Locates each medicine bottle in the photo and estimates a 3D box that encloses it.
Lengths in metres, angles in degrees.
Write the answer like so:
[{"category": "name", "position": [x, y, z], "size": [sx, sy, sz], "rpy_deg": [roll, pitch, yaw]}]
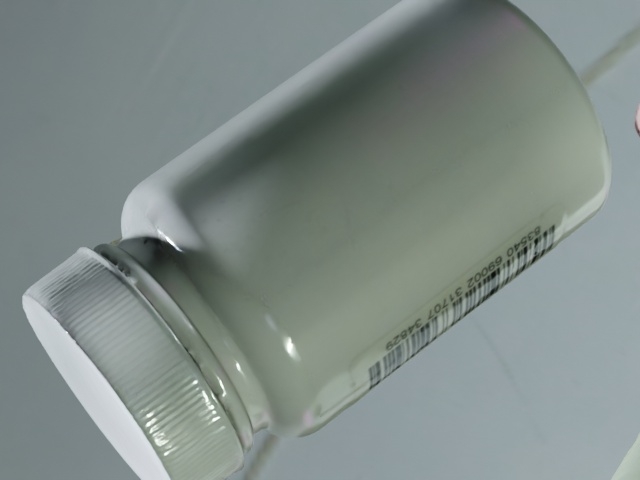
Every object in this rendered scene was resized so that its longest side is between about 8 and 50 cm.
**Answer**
[{"category": "medicine bottle", "position": [0.000, 0.000, 0.589], "size": [0.186, 0.103, 0.103], "rpy_deg": [-37, 70, -16]}]

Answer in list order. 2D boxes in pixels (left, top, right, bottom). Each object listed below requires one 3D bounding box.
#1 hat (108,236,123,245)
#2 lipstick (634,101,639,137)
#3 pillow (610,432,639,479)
[{"category": "hat", "position": [-0.102, -0.005, 1.425], "size": [0.146, 0.146, 0.067], "rpy_deg": [20, 108, 21]}, {"category": "lipstick", "position": [0.446, -0.055, 1.815], "size": [0.087, 0.327, 0.087], "rpy_deg": [-24, 48, 30]}, {"category": "pillow", "position": [0.321, 0.191, 1.263], "size": [0.255, 0.322, 0.120], "rpy_deg": [-2, 116, 36]}]
